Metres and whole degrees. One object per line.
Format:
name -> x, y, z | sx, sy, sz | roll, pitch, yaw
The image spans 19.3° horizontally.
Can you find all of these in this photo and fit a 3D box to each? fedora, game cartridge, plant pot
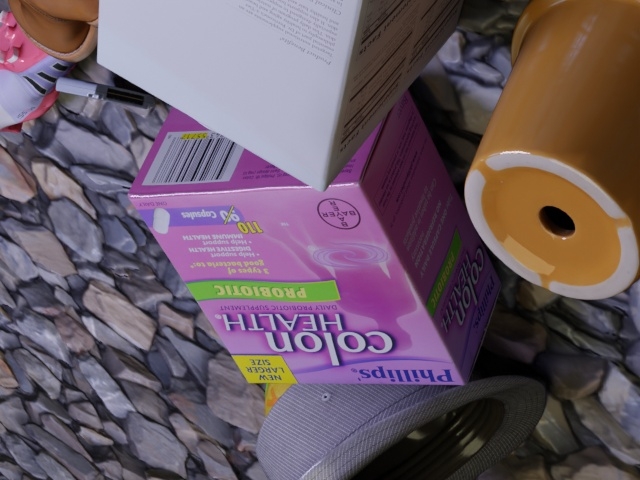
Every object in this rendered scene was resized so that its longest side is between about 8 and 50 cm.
fedora -> 0.052, 0.163, 1.666 | 0.124, 0.275, 0.244 | 55, 174, 25
game cartridge -> -0.194, -0.132, 1.680 | 0.056, 0.017, 0.083 | 9, 180, 34
plant pot -> 0.195, -0.069, 1.252 | 0.205, 0.188, 0.205 | 26, 145, 20

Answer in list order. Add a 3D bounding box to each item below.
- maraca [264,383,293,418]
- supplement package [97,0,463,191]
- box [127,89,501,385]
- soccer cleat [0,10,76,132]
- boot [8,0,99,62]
maraca -> 0.003, 0.145, 1.792 | 0.127, 0.099, 0.186 | 10, 113, 23
supplement package -> -0.014, -0.217, 1.272 | 0.199, 0.198, 0.263 | 30, 146, 13
box -> 0.000, 0.000, 1.536 | 0.213, 0.117, 0.243 | -2, 138, 29
soccer cleat -> -0.262, -0.161, 1.717 | 0.095, 0.083, 0.248 | 21, 152, -31
boot -> -0.239, -0.226, 1.468 | 0.220, 0.109, 0.283 | 30, 179, -32
